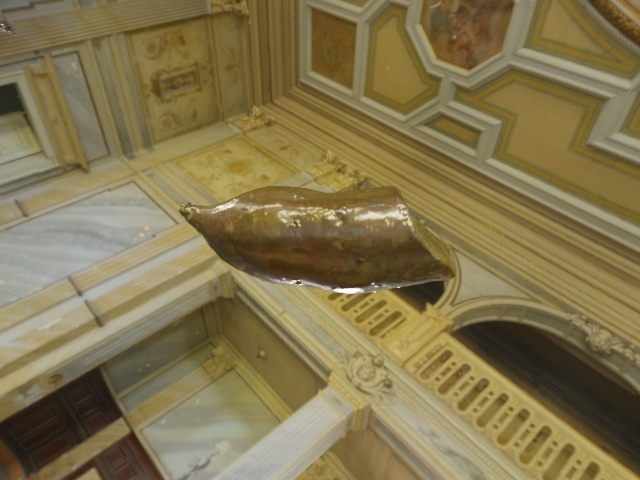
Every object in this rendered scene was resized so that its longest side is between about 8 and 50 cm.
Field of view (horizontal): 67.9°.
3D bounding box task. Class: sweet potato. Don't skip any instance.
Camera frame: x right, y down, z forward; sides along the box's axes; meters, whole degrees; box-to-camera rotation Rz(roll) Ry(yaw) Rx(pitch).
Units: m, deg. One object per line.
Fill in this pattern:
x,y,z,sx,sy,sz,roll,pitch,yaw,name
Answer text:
0.000,0.000,0.640,0.158,0.370,0.157,0,90,-88,sweet potato

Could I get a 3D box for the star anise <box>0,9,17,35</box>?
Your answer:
-0.512,-0.378,0.614,0.081,0.231,0.262,-89,180,-72,star anise
